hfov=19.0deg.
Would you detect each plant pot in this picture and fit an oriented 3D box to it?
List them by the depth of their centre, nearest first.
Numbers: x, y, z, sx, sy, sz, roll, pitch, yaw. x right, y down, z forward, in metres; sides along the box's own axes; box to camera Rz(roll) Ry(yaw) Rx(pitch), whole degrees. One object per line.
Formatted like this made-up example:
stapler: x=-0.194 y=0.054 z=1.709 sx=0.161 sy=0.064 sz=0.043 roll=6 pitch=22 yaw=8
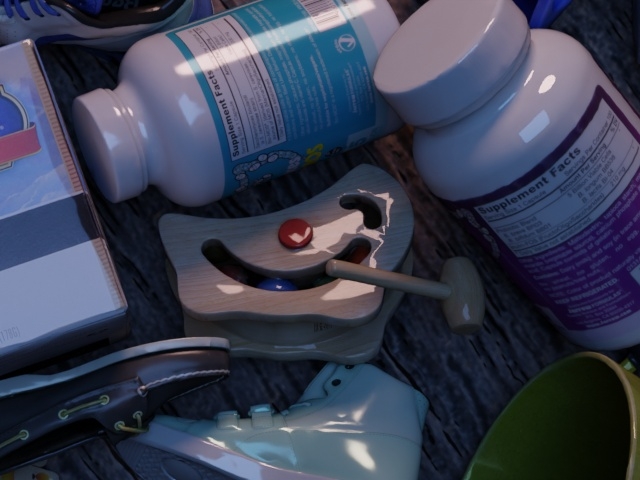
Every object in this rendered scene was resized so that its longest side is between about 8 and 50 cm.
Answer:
plant pot: x=0.285 y=0.271 z=1.536 sx=0.293 sy=0.275 sz=0.274 roll=25 pitch=80 yaw=-18

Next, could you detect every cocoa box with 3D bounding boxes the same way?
cocoa box: x=-0.346 y=0.018 z=1.502 sx=0.347 sy=0.231 sz=0.228 roll=-19 pitch=84 yaw=-8

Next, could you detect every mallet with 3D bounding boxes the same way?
mallet: x=0.236 y=0.144 z=1.645 sx=0.062 sy=0.039 sz=0.189 roll=44 pitch=85 yaw=-1

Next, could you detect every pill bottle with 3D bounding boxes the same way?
pill bottle: x=0.181 y=-0.062 z=1.543 sx=0.169 sy=0.169 sz=0.301 roll=-48 pitch=116 yaw=-10
pill bottle: x=-0.066 y=-0.117 z=1.575 sx=0.264 sy=0.146 sz=0.146 roll=-21 pitch=84 yaw=-18

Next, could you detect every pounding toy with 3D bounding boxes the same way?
pounding toy: x=0.000 y=0.000 z=1.563 sx=0.270 sy=0.155 sz=0.154 roll=2 pitch=57 yaw=3

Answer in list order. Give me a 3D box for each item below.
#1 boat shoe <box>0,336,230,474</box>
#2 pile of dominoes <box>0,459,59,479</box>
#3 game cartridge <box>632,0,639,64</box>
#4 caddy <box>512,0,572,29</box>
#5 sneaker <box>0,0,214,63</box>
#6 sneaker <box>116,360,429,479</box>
boat shoe: x=-0.176 y=0.134 z=1.539 sx=0.228 sy=0.081 sz=0.068 roll=-15 pitch=70 yaw=1
pile of dominoes: x=-0.273 y=0.262 z=1.526 sx=0.196 sy=0.040 sz=0.251 roll=-8 pitch=82 yaw=-37
game cartridge: x=0.425 y=-0.249 z=1.710 sx=0.294 sy=0.060 sz=0.196 roll=1 pitch=78 yaw=-6
caddy: x=0.201 y=-0.332 z=1.606 sx=0.179 sy=0.241 sz=0.341 roll=21 pitch=81 yaw=2
sneaker: x=-0.241 y=-0.220 z=1.574 sx=0.316 sy=0.182 sz=0.127 roll=1 pitch=80 yaw=-6
sneaker: x=-0.035 y=0.156 z=1.599 sx=0.256 sy=0.094 sz=0.151 roll=12 pitch=54 yaw=12
